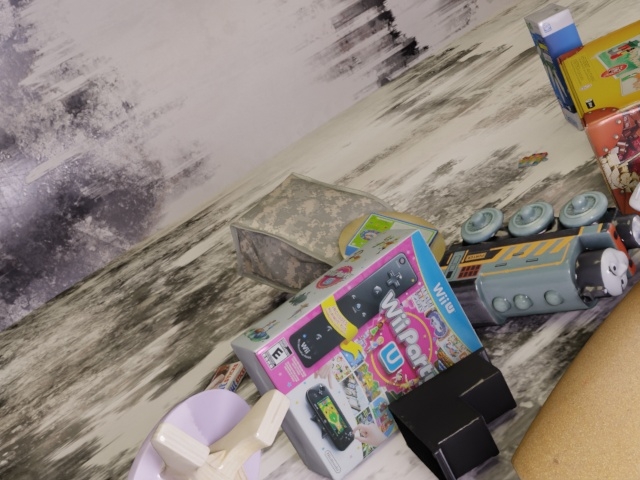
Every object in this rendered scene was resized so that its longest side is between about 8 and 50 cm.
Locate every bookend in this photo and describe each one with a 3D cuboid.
[{"bbox_3d":[0.191,0.226,1.174,0.157,0.072,0.156,-30,19,-10],"label":"bookend"}]

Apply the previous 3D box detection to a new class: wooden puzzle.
[{"bbox_3d":[0.461,-0.175,1.999,0.049,0.006,0.083,-40,21,-33],"label":"wooden puzzle"}]

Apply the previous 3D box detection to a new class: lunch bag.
[{"bbox_3d":[0.000,0.000,1.917,0.287,0.169,0.235,17,42,30],"label":"lunch bag"}]

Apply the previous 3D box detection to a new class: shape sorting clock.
[{"bbox_3d":[0.139,0.011,1.786,0.206,0.040,0.206,1,36,-1],"label":"shape sorting clock"}]

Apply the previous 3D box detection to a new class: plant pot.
[{"bbox_3d":[0.322,0.183,0.904,0.254,0.237,0.237,-41,16,7],"label":"plant pot"}]

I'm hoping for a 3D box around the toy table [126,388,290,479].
[{"bbox_3d":[-0.136,0.310,1.180,0.161,0.252,0.274,-25,45,51],"label":"toy table"}]

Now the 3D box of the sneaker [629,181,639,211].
[{"bbox_3d":[0.521,-0.015,1.243,0.366,0.137,0.210,-64,9,-24],"label":"sneaker"}]

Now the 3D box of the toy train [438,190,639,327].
[{"bbox_3d":[0.328,0.038,1.415,0.334,0.142,0.190,-10,37,40],"label":"toy train"}]

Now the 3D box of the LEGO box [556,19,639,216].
[{"bbox_3d":[0.657,-0.270,1.660,0.372,0.193,0.500,-22,19,18],"label":"LEGO box"}]

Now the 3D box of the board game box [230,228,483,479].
[{"bbox_3d":[0.060,0.154,1.314,0.303,0.224,0.097,-36,15,-23],"label":"board game box"}]

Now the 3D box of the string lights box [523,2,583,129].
[{"bbox_3d":[0.547,-0.387,2.041,0.076,0.260,0.133,-25,17,7],"label":"string lights box"}]

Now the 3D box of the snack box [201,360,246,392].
[{"bbox_3d":[-0.189,0.280,1.667,0.064,0.022,0.178,-18,20,24],"label":"snack box"}]
